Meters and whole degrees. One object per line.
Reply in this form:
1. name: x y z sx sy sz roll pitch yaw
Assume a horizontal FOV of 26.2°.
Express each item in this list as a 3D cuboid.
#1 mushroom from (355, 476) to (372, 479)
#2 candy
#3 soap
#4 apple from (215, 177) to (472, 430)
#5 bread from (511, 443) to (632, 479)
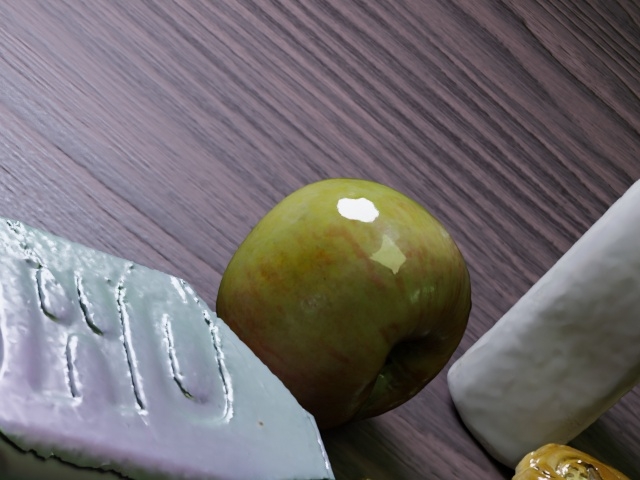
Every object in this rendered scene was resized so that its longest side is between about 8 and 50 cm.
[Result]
1. mushroom: -0.064 0.169 1.290 0.286 0.026 0.028 33 21 -6
2. candy: 0.307 0.068 1.439 0.145 0.358 0.208 47 33 10
3. soap: -0.217 0.119 1.045 0.446 0.156 0.261 22 30 -33
4. apple: 0.018 0.060 1.277 0.261 0.261 0.194 -9 47 -45
5. bread: 0.263 0.310 1.327 0.198 0.120 0.236 28 31 -11
